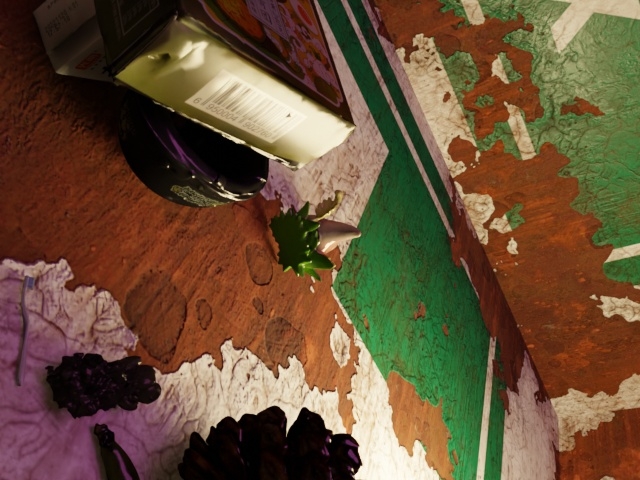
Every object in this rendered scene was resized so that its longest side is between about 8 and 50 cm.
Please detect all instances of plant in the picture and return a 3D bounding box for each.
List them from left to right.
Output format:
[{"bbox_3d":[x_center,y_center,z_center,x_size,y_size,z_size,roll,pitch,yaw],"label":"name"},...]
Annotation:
[{"bbox_3d":[-0.257,0.176,0.851,0.085,0.087,0.174,57,15,25],"label":"plant"}]

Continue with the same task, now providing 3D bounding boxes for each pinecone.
[{"bbox_3d":[-0.048,0.368,0.948,0.296,0.242,0.298,-18,85,-61],"label":"pinecone"}]

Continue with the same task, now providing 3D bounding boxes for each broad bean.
[{"bbox_3d":[-0.224,0.366,0.837,0.060,0.043,0.297,-1,75,-51],"label":"broad bean"}]

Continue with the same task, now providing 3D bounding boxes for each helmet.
[{"bbox_3d":[-0.209,-0.152,1.028,0.279,0.160,0.230,15,59,-52],"label":"helmet"}]

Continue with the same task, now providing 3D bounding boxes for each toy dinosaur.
[{"bbox_3d":[0.003,0.006,1.359,0.177,0.194,0.152,-11,75,-42],"label":"toy dinosaur"}]

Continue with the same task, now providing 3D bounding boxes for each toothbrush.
[{"bbox_3d":[-0.343,0.103,0.795,0.013,0.011,0.131,13,62,-36],"label":"toothbrush"}]

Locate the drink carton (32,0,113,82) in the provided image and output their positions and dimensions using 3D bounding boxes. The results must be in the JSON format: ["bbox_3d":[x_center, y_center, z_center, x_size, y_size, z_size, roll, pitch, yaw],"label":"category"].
[{"bbox_3d":[-0.262,-0.309,1.044,0.315,0.131,0.106,-11,75,-62],"label":"drink carton"}]

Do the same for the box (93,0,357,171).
[{"bbox_3d":[-0.145,-0.347,0.987,0.373,0.138,0.420,21,47,-52],"label":"box"}]
